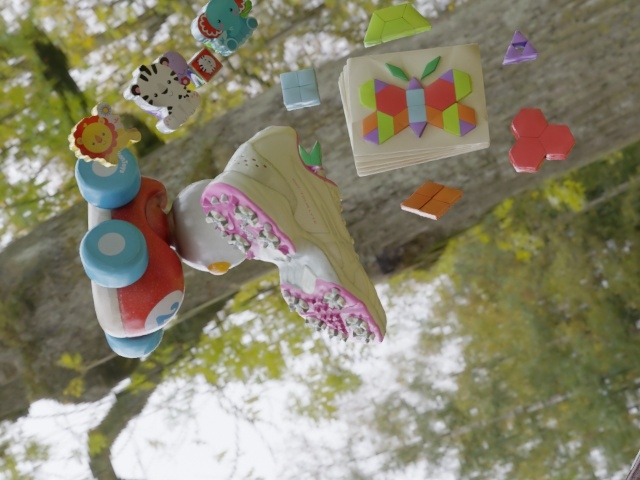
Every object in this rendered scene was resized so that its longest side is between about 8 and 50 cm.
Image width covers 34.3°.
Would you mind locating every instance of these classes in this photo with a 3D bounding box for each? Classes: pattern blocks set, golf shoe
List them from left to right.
[{"bbox_3d":[0.000,0.000,1.155,0.306,0.115,0.140,51,-126,-38],"label":"golf shoe"},{"bbox_3d":[0.120,-0.166,1.287,0.026,0.325,0.285,61,-171,-72],"label":"pattern blocks set"}]

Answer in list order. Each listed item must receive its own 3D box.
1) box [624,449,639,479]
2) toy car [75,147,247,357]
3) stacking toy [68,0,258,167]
[{"bbox_3d":[0.266,0.120,0.601,0.143,0.381,0.191,28,-174,22],"label":"box"},{"bbox_3d":[-0.156,0.005,1.248,0.219,0.238,0.210,93,168,-58],"label":"toy car"},{"bbox_3d":[-0.104,-0.156,0.854,0.052,0.167,0.221,46,-114,-16],"label":"stacking toy"}]
